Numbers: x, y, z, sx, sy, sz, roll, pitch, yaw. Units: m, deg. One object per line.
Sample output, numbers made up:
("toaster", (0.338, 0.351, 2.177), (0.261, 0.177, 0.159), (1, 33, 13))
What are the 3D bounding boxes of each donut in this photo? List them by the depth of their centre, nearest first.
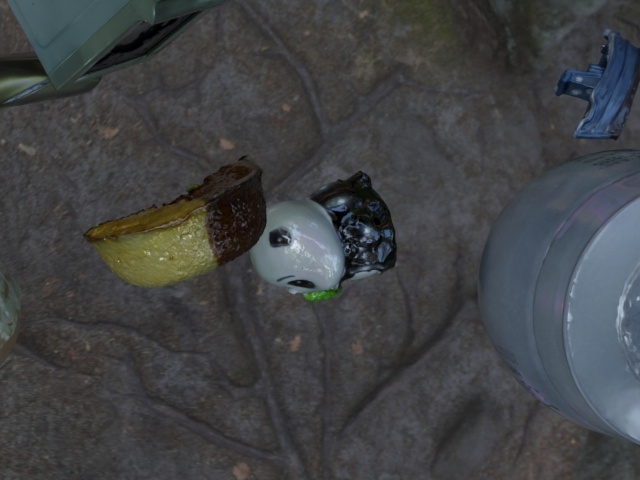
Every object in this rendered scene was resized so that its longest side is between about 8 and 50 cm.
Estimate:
("donut", (-0.145, -0.011, 0.876), (0.217, 0.141, 0.085), (-25, 110, -16))

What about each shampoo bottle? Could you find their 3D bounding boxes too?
("shampoo bottle", (0.296, 0.051, 0.737), (0.273, 0.266, 0.272), (0, 98, -3))
("shampoo bottle", (-0.488, -0.255, 1.239), (0.350, 0.126, 0.084), (-46, 121, -68))

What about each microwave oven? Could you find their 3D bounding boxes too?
("microwave oven", (-0.267, -0.411, 1.075), (0.218, 0.355, 0.286), (-33, 99, -44))

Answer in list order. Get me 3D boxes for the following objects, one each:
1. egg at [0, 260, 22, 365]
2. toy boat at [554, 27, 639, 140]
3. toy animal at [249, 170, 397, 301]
("egg", (-0.519, 0.093, 1.066), (0.203, 0.203, 0.245), (-10, 58, -37))
("toy boat", (0.533, -0.305, 1.504), (0.143, 0.129, 0.309), (22, 59, 9))
("toy animal", (0.001, 0.009, 1.472), (0.267, 0.212, 0.212), (-23, 93, -21))
